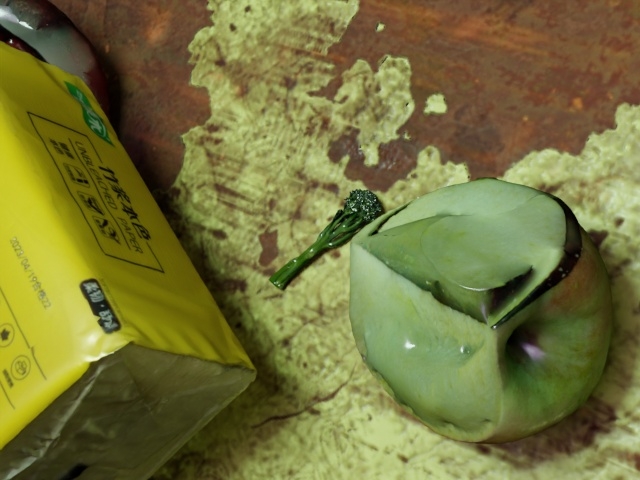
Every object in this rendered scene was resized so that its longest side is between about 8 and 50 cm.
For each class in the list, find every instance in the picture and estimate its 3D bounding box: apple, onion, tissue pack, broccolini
[{"bbox_3d":[0.130,0.054,0.978,0.188,0.174,0.207,27,101,55],"label":"apple"},{"bbox_3d":[-0.362,-0.158,1.332,0.272,0.195,0.272,-1,107,-3],"label":"onion"},{"bbox_3d":[-0.281,0.053,1.091,0.293,0.228,0.382,-44,60,16],"label":"tissue pack"},{"bbox_3d":[0.000,0.000,1.151,0.140,0.035,0.030,-39,58,21],"label":"broccolini"}]
